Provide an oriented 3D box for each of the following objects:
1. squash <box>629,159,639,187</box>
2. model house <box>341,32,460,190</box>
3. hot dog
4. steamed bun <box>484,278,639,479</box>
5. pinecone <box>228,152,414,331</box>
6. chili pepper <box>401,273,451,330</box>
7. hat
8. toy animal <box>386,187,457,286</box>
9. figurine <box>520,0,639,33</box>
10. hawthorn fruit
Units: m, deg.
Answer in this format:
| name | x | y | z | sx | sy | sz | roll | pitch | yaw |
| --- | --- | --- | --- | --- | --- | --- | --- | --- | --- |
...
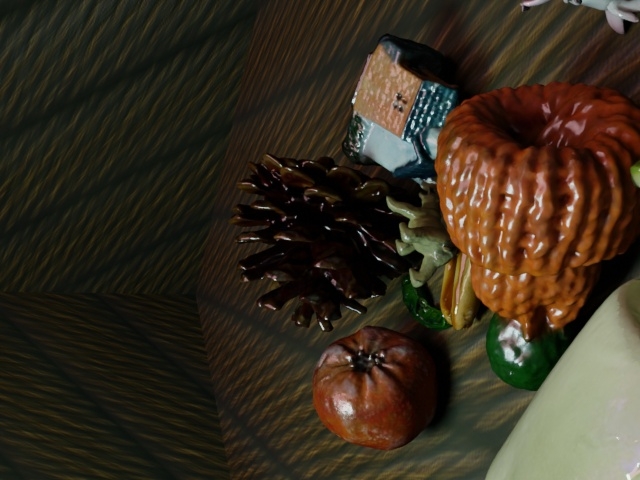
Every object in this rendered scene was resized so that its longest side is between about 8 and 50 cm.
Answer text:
| name | x | y | z | sx | sy | sz | roll | pitch | yaw |
| --- | --- | --- | --- | --- | --- | --- | --- | --- | --- |
| squash | 0.449 | -0.007 | 0.581 | 0.203 | 0.111 | 0.288 | 51 | 174 | -19 |
| model house | 0.197 | -0.202 | 1.220 | 0.291 | 0.184 | 0.253 | 48 | 126 | 42 |
| hot dog | 0.258 | 0.030 | 1.133 | 0.100 | 0.068 | 0.250 | -140 | 57 | -79 |
| steamed bun | 0.343 | 0.277 | 0.596 | 0.456 | 0.289 | 0.371 | -117 | 39 | -51 |
| pinecone | 0.000 | 0.000 | 1.340 | 0.397 | 0.397 | 0.398 | -177 | 90 | -68 |
| chili pepper | 0.204 | 0.128 | 1.277 | 0.182 | 0.050 | 0.073 | 43 | 120 | 59 |
| hat | 0.311 | 0.001 | 0.883 | 0.285 | 0.285 | 0.400 | 51 | 164 | 59 |
| toy animal | 0.181 | -0.019 | 1.155 | 0.219 | 0.101 | 0.103 | -102 | -2 | -63 |
| figurine | 0.349 | -0.400 | 0.805 | 0.284 | 0.206 | 0.316 | 123 | 140 | -69 |
| hawthorn fruit | 0.112 | 0.305 | 1.280 | 0.242 | 0.241 | 0.272 | -114 | 2 | -48 |
